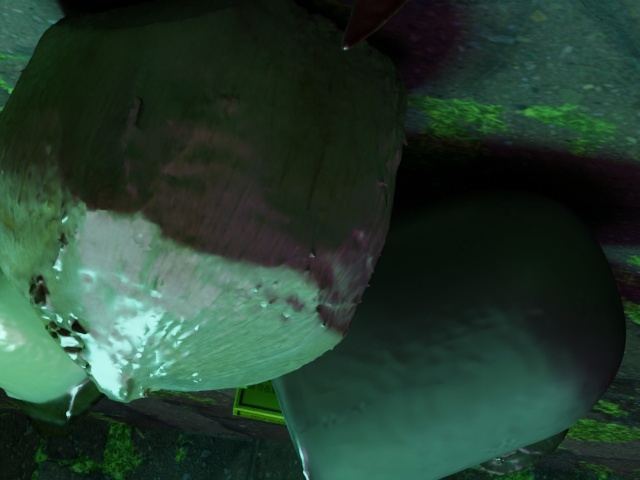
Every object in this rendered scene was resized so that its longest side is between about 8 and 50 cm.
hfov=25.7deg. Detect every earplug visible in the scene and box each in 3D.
[{"bbox_3d":[0.143,0.109,1.591,0.394,0.313,0.312,-19,159,4],"label":"earplug"}]

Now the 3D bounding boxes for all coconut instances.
[{"bbox_3d":[-0.129,-0.026,1.329,0.404,0.405,0.404,10,163,3],"label":"coconut"}]

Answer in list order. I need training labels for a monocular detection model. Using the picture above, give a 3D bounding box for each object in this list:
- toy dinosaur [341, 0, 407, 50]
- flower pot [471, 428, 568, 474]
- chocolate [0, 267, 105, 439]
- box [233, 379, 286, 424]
[{"bbox_3d":[0.070,-0.228,0.970,0.206,0.113,0.327,22,162,-31],"label":"toy dinosaur"},{"bbox_3d":[0.213,0.165,1.867,0.213,0.302,0.302,16,163,-16],"label":"flower pot"},{"bbox_3d":[-0.404,0.044,1.834,0.297,0.314,0.326,22,124,-34],"label":"chocolate"},{"bbox_3d":[-0.046,0.173,2.171,0.141,0.220,0.064,10,163,0],"label":"box"}]
